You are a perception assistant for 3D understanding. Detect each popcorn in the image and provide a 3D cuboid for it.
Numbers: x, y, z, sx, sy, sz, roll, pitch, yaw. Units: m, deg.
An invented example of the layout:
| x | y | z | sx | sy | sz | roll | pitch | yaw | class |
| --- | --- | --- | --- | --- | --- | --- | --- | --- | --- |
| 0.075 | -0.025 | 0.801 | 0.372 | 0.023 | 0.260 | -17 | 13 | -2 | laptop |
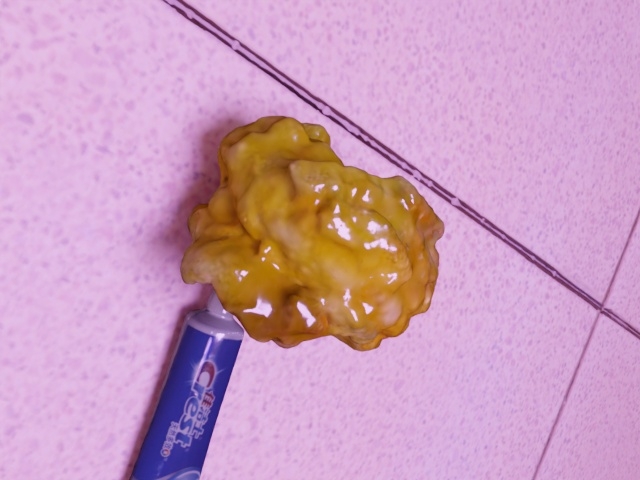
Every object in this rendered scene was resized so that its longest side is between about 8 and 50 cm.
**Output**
| x | y | z | sx | sy | sz | roll | pitch | yaw | class |
| --- | --- | --- | --- | --- | --- | --- | --- | --- | --- |
| -0.004 | 0.003 | 0.544 | 0.198 | 0.197 | 0.155 | 25 | 101 | -41 | popcorn |

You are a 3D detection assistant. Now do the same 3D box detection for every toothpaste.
| x | y | z | sx | sy | sz | roll | pitch | yaw | class |
| --- | --- | --- | --- | --- | --- | --- | --- | --- | --- |
| -0.115 | 0.159 | 0.578 | 0.069 | 0.047 | 0.268 | 14 | 96 | -54 | toothpaste |
